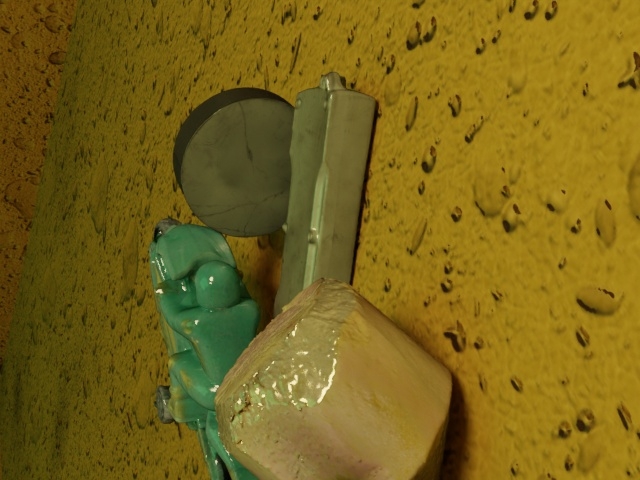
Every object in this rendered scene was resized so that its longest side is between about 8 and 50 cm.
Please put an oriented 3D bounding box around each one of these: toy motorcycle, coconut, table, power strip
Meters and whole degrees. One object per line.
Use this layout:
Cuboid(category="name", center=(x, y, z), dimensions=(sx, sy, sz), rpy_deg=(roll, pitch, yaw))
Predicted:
Cuboid(category="toy motorcycle", center=(-0.096, 0.097, 0.865), dimensions=(0.198, 0.109, 0.296), rpy_deg=(131, 125, -64))
Cuboid(category="coconut", center=(0.017, 0.118, 0.633), dimensions=(0.147, 0.153, 0.147), rpy_deg=(-44, 8, 8))
Cuboid(category="table", center=(-0.066, -0.071, 0.855), dimensions=(0.043, 0.134, 0.133), rpy_deg=(-129, 49, -58))
Cuboid(category="power strip", center=(-0.003, 0.000, 0.805), dimensions=(0.080, 0.048, 0.285), rpy_deg=(-161, 77, -67))
